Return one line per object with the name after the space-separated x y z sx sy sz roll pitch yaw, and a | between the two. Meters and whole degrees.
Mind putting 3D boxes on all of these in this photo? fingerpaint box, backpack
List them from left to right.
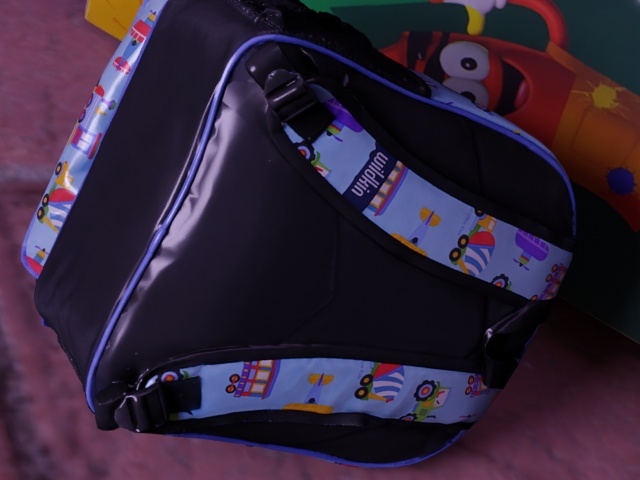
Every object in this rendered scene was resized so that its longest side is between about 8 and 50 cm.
0.000 0.000 0.557 0.173 0.158 0.117 17 15 -33 | backpack
0.159 -0.163 0.831 0.371 0.163 0.445 31 35 18 | fingerpaint box
